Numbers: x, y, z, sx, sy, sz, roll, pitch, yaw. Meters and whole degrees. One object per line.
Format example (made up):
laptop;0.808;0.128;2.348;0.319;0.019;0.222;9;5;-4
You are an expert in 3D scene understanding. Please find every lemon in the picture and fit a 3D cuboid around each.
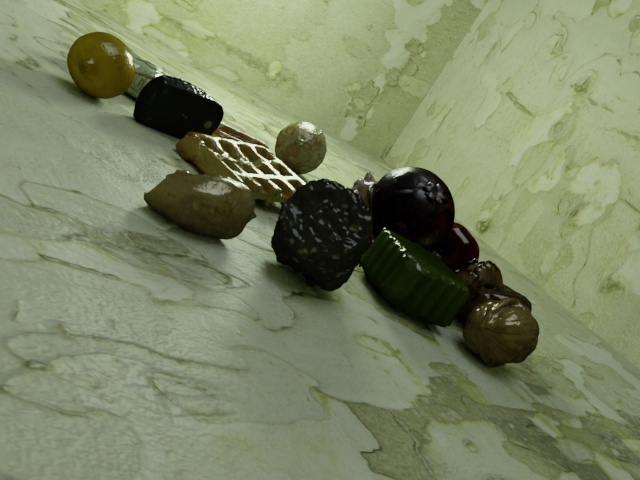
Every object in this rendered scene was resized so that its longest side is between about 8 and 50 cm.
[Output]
lemon;-0.618;-0.495;1.885;0.186;0.187;0.244;31;18;-8

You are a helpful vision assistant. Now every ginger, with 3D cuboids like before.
ginger;-0.245;-0.081;1.436;0.267;0.138;0.152;19;14;-29

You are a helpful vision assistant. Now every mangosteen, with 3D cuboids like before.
mangosteen;0.279;-0.089;2.140;0.311;0.311;0.311;31;15;-9

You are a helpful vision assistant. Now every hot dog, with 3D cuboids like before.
hot dog;-0.285;-0.330;2.283;0.250;0.076;0.104;19;39;-33

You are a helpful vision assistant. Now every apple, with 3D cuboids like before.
apple;0.440;0.052;2.286;0.234;0.234;0.234;31;15;-9

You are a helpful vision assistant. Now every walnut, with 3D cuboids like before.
walnut;0.497;0.250;1.821;0.245;0.198;0.198;9;28;-50

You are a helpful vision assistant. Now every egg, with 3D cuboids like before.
egg;-0.075;-0.356;2.543;0.203;0.203;0.245;33;16;-1

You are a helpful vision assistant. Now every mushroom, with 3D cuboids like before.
mushroom;0.497;0.174;2.046;0.283;0.195;0.263;43;-1;-33

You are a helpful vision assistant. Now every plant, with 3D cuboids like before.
plant;0.000;0.000;1.579;0.215;0.213;0.312;35;-21;4

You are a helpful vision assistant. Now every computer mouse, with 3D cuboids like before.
computer mouse;-0.427;-0.403;2.010;0.269;0.170;0.100;16;32;-48

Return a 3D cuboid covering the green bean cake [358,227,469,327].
green bean cake;0.256;0.105;1.839;0.246;0.156;0.250;27;16;-26

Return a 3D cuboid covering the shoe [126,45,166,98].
shoe;-0.600;-0.532;2.138;0.342;0.132;0.210;21;16;-49

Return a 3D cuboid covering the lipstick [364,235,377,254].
lipstick;0.063;-0.049;2.089;0.418;0.077;0.077;36;15;4

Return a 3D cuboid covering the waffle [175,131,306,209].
waffle;-0.215;-0.205;1.949;0.348;0.078;0.304;3;35;-49

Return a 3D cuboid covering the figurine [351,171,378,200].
figurine;0.199;-0.105;2.480;0.287;0.176;0.186;43;-33;-26
